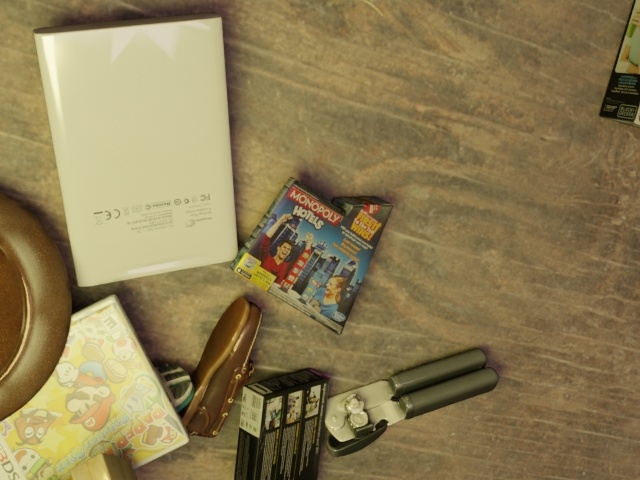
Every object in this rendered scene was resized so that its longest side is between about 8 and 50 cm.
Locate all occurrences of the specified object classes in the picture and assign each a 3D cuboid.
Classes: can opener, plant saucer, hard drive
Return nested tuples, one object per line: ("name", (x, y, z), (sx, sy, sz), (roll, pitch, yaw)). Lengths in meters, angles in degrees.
("can opener", (0.131, 0.239, 1.267), (0.280, 0.074, 0.093), (-18, 144, -12))
("plant saucer", (-0.450, 0.078, 0.969), (0.310, 0.050, 0.311), (0, 91, -5))
("hard drive", (-0.215, -0.107, 1.026), (0.210, 0.040, 0.319), (-10, 119, -17))

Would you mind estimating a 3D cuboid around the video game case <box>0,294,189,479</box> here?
("video game case", (-0.307, 0.206, 1.026), (0.227, 0.026, 0.206), (-26, 98, -4))

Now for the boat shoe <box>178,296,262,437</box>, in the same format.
("boat shoe", (-0.130, 0.176, 1.150), (0.073, 0.073, 0.207), (25, 102, -25))

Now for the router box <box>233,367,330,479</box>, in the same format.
("router box", (-0.055, 0.282, 1.188), (0.133, 0.046, 0.179), (-6, 108, -46))

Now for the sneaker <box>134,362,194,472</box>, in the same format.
("sneaker", (-0.278, 0.268, 1.121), (0.275, 0.107, 0.110), (-39, 132, -1))

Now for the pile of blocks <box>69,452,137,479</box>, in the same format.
("pile of blocks", (-0.305, 0.381, 1.011), (0.149, 0.113, 0.362), (-11, 151, -34))

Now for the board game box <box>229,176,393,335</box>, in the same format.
("board game box", (0.000, 0.000, 1.147), (0.194, 0.060, 0.194), (34, 89, -29))

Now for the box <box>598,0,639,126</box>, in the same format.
("box", (0.547, -0.302, 1.251), (0.169, 0.087, 0.290), (10, 101, -21))

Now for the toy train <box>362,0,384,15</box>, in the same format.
("toy train", (0.002, -0.401, 1.035), (0.248, 0.105, 0.143), (27, 81, -23))
